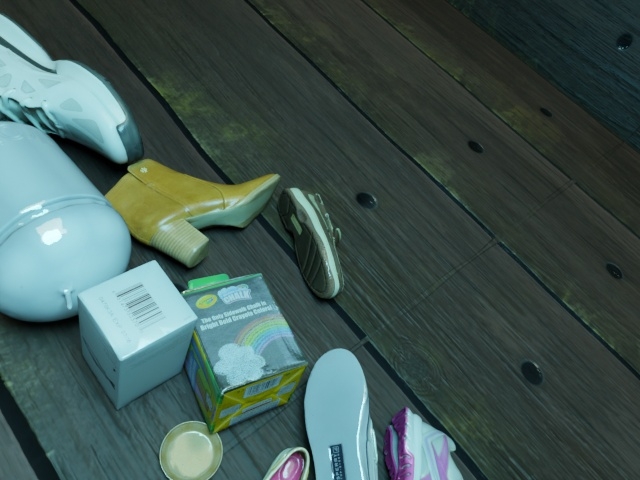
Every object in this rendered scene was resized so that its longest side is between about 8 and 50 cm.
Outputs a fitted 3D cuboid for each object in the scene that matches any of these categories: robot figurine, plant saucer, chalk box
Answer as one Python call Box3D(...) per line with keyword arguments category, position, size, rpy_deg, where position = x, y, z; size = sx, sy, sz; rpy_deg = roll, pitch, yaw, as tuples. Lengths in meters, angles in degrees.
Box3D(category="robot figurine", position=(-0.416, -0.027, 0.674), size=(0.353, 0.199, 0.300), rpy_deg=(44, 15, 13))
Box3D(category="plant saucer", position=(-0.177, 0.292, 0.648), size=(0.084, 0.015, 0.083), rpy_deg=(12, 49, -14))
Box3D(category="chalk box", position=(-0.134, 0.144, 0.704), size=(0.133, 0.132, 0.213), rpy_deg=(-12, 52, -30))

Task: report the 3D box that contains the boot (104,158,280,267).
Box3D(category="boot", position=(-0.232, -0.095, 0.878), size=(0.211, 0.104, 0.295), rpy_deg=(36, 49, 9))

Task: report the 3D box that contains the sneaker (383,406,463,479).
Box3D(category="sneaker", position=(0.152, 0.371, 0.670), size=(0.111, 0.103, 0.252), rpy_deg=(20, 49, -6))

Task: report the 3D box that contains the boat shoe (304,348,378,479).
Box3D(category="boat shoe", position=(0.039, 0.297, 0.688), size=(0.096, 0.088, 0.267), rpy_deg=(-15, 56, 8))

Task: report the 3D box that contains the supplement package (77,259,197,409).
Box3D(category="supplement package", position=(-0.249, 0.131, 0.635), size=(0.105, 0.179, 0.105), rpy_deg=(-29, 69, -38))

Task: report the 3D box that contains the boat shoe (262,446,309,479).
Box3D(category="boat shoe", position=(-0.065, 0.348, 0.623), size=(0.063, 0.059, 0.170), rpy_deg=(30, 47, 1))

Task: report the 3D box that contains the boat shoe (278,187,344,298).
Box3D(category="boat shoe", position=(0.003, -0.005, 0.916), size=(0.095, 0.095, 0.257), rpy_deg=(-1, 54, -32))

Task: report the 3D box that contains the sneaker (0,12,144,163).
Box3D(category="sneaker", position=(-0.543, -0.220, 0.830), size=(0.448, 0.169, 0.257), rpy_deg=(34, 56, 15))
